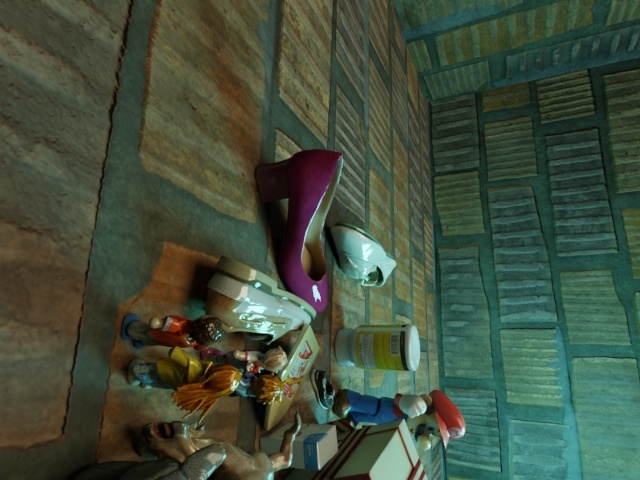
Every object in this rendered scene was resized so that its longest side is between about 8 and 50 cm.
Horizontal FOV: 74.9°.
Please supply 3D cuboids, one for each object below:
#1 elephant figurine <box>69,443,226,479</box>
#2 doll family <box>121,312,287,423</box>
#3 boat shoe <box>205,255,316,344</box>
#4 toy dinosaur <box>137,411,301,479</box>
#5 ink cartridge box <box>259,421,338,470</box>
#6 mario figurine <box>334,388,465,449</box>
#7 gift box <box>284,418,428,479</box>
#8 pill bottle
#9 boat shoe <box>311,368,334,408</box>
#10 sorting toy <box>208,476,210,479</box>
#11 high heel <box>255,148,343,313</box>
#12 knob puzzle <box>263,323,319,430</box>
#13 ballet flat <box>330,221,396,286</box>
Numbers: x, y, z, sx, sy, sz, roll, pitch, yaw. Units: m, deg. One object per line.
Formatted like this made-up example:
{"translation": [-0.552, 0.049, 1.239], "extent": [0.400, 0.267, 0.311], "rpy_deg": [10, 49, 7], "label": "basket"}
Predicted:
{"translation": [-0.197, 0.355, 0.403], "extent": [0.169, 0.185, 0.240], "rpy_deg": [3, 76, -72], "label": "elephant figurine"}
{"translation": [-0.138, 0.182, 0.560], "extent": [0.263, 0.163, 0.119], "rpy_deg": [47, 44, -54], "label": "doll family"}
{"translation": [-0.104, 0.124, 0.737], "extent": [0.104, 0.113, 0.302], "rpy_deg": [-66, 150, -12], "label": "boat shoe"}
{"translation": [-0.114, 0.354, 0.546], "extent": [0.127, 0.200, 0.296], "rpy_deg": [49, 30, -86], "label": "toy dinosaur"}
{"translation": [-0.041, 0.384, 0.787], "extent": [0.088, 0.122, 0.052], "rpy_deg": [8, 74, -65], "label": "ink cartridge box"}
{"translation": [0.195, 0.462, 1.046], "extent": [0.198, 0.320, 0.170], "rpy_deg": [27, 60, -61], "label": "mario figurine"}
{"translation": [0.072, 0.531, 0.868], "extent": [0.258, 0.276, 0.256], "rpy_deg": [-4, 76, -62], "label": "gift box"}
{"translation": [0.152, 0.287, 1.123], "extent": [0.119, 0.208, 0.119], "rpy_deg": [-5, 90, -65], "label": "pill bottle"}
{"translation": [0.014, 0.360, 1.009], "extent": [0.046, 0.038, 0.125], "rpy_deg": [-56, 134, -54], "label": "boat shoe"}
{"translation": [-0.163, 0.376, 0.620], "extent": [0.061, 0.042, 0.102], "rpy_deg": [49, 37, 7], "label": "sorting toy"}
{"translation": [0.000, 0.000, 0.877], "extent": [0.127, 0.181, 0.378], "rpy_deg": [-60, 138, -51], "label": "high heel"}
{"translation": [-0.066, 0.271, 0.819], "extent": [0.213, 0.029, 0.213], "rpy_deg": [-56, 159, -35], "label": "knob puzzle"}
{"translation": [0.130, 0.065, 1.242], "extent": [0.400, 0.139, 0.139], "rpy_deg": [33, 55, -61], "label": "ballet flat"}
